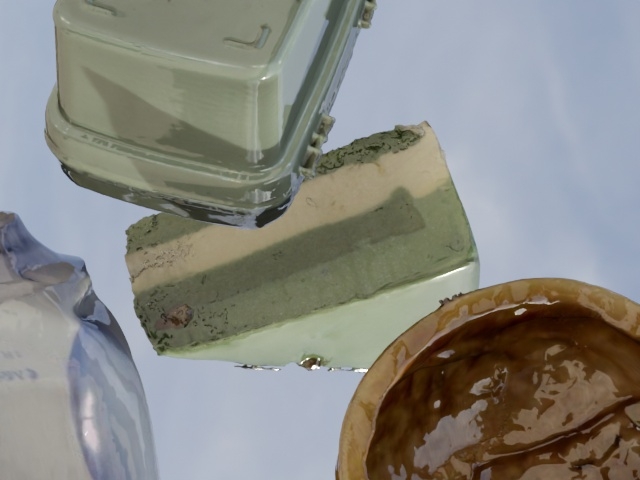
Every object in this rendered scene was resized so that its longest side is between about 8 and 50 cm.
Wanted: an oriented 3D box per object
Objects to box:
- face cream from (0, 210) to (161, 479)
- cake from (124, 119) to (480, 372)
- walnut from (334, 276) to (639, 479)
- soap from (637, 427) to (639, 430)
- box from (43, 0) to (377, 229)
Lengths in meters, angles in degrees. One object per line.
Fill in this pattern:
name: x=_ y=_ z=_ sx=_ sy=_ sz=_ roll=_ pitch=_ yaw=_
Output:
face cream: x=-0.226 y=0.187 z=1.395 sx=0.137 sy=0.234 sz=0.420 roll=-49 pitch=132 yaw=-77
cake: x=-0.006 y=0.001 z=1.529 sx=0.172 sy=0.283 sz=0.158 roll=-59 pitch=-141 yaw=45
walnut: x=0.094 y=0.110 z=0.919 sx=0.087 sy=0.211 sz=0.167 roll=138 pitch=-61 yaw=-68
soap: x=0.275 y=0.284 z=1.278 sx=0.435 sy=0.213 sz=0.350 roll=39 pitch=-98 yaw=16
box: x=-0.052 y=-0.121 z=0.954 sx=0.129 sy=0.148 sz=0.210 roll=95 pitch=12 yaw=-53
